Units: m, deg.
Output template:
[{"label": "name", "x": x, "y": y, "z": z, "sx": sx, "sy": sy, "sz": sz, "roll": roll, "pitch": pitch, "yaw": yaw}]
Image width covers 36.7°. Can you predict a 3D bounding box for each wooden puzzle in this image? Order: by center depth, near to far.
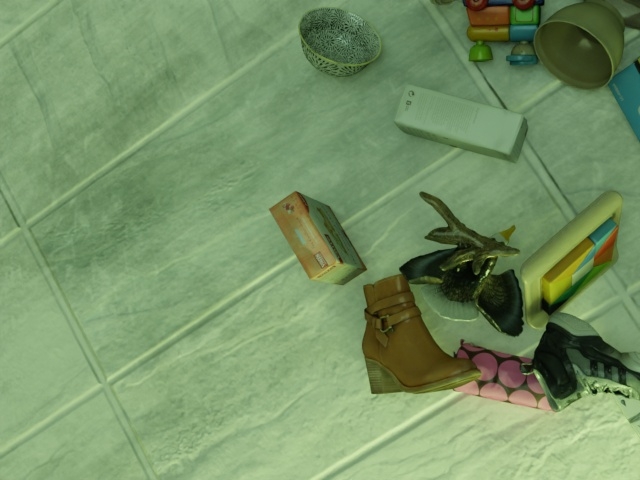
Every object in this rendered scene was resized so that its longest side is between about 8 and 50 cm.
[{"label": "wooden puzzle", "x": 0.442, "y": 0.044, "z": 1.670, "sx": 0.221, "sy": 0.239, "sz": 0.044, "roll": -40, "pitch": 59, "yaw": -6}]

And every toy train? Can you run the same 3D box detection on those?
[{"label": "toy train", "x": 0.300, "y": -0.407, "z": 1.850, "sx": 0.247, "sy": 0.105, "sz": 0.144, "roll": 2, "pitch": 99, "yaw": 17}]

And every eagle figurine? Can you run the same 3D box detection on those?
[{"label": "eagle figurine", "x": 0.265, "y": 0.058, "z": 1.697, "sx": 0.225, "sy": 0.298, "sz": 0.226, "roll": -12, "pitch": 66, "yaw": -4}]

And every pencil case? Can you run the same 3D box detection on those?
[{"label": "pencil case", "x": 0.346, "y": 0.249, "z": 1.780, "sx": 0.209, "sy": 0.095, "sz": 0.098, "roll": 11, "pitch": 75, "yaw": 15}]

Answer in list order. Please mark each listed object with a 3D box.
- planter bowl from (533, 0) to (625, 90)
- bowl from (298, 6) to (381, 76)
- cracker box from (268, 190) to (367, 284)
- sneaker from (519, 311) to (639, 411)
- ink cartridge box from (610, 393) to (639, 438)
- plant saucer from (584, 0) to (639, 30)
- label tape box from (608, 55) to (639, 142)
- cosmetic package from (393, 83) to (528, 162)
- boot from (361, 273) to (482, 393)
[{"label": "planter bowl", "x": 0.488, "y": -0.372, "z": 1.767, "sx": 0.162, "sy": 0.162, "sz": 0.109, "roll": 33, "pitch": 69, "yaw": 16}, {"label": "bowl", "x": 0.028, "y": -0.378, "z": 1.915, "sx": 0.170, "sy": 0.170, "sz": 0.080, "roll": 42, "pitch": 141, "yaw": 15}, {"label": "cracker box", "x": 0.000, "y": 0.000, "z": 1.826, "sx": 0.067, "sy": 0.232, "sz": 0.156, "roll": -33, "pitch": 78, "yaw": 12}, {"label": "sneaker", "x": 0.476, "y": 0.249, "z": 1.659, "sx": 0.268, "sy": 0.101, "sz": 0.153, "roll": 34, "pitch": 74, "yaw": 28}, {"label": "ink cartridge box", "x": 0.586, "y": 0.287, "z": 1.720, "sx": 0.099, "sy": 0.056, "sz": 0.135, "roll": -34, "pitch": 76, "yaw": 10}, {"label": "plant saucer", "x": 0.576, "y": -0.506, "z": 1.694, "sx": 0.310, "sy": 0.311, "sz": 0.050, "roll": 26, "pitch": 62, "yaw": 17}, {"label": "label tape box", "x": 0.710, "y": -0.268, "z": 1.678, "sx": 0.347, "sy": 0.115, "sz": 0.249, "roll": -37, "pitch": 76, "yaw": 50}, {"label": "cosmetic package", "x": 0.268, "y": -0.220, "z": 1.828, "sx": 0.231, "sy": 0.117, "sz": 0.086, "roll": 19, "pitch": 91, "yaw": 18}, {"label": "boot", "x": 0.176, "y": 0.169, "z": 1.778, "sx": 0.283, "sy": 0.109, "sz": 0.220, "roll": -16, "pitch": 77, "yaw": 59}]
